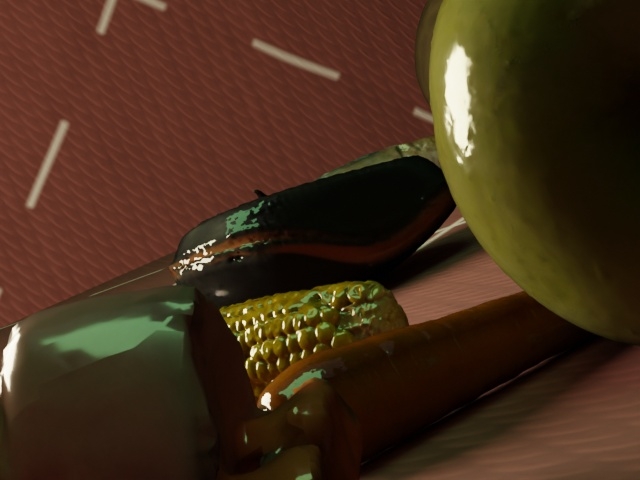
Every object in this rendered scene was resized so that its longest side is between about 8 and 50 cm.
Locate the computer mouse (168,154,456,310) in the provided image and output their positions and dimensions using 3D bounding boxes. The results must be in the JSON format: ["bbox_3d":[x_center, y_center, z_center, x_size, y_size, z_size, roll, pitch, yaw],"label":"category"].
[{"bbox_3d":[0.001,0.005,1.702,0.323,0.116,0.183,-18,-2,-38],"label":"computer mouse"}]

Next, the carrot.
[{"bbox_3d":[0.088,0.069,1.040,0.336,0.069,0.069,-19,3,-26],"label":"carrot"}]

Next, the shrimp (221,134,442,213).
[{"bbox_3d":[0.021,-0.041,2.204,0.445,0.110,0.221,-22,-2,-32],"label":"shrimp"}]

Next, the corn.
[{"bbox_3d":[-0.047,0.087,1.210,0.261,0.097,0.097,-18,7,38],"label":"corn"}]

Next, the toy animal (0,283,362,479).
[{"bbox_3d":[-0.131,0.119,0.825,0.281,0.169,0.195,-21,13,12],"label":"toy animal"}]

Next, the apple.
[{"bbox_3d":[0.207,-0.084,0.986,0.292,0.292,0.254,-22,3,13],"label":"apple"}]

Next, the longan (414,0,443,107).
[{"bbox_3d":[0.253,-0.214,1.976,0.297,0.297,0.297,-23,5,2],"label":"longan"}]
